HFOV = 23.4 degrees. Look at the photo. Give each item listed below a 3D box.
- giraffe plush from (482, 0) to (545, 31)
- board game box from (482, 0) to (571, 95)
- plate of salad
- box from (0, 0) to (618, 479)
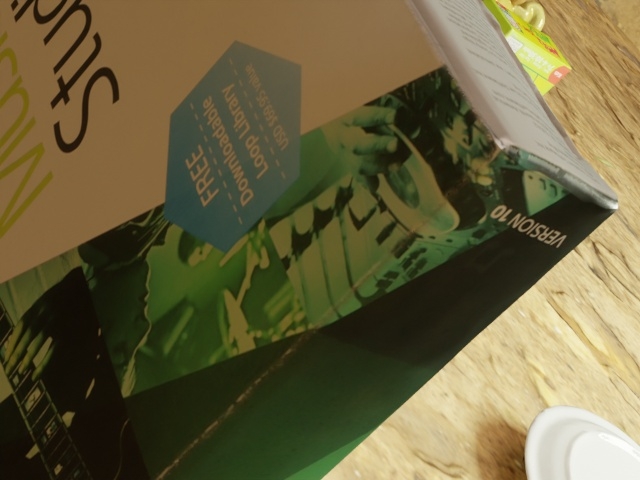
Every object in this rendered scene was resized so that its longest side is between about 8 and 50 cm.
[{"bbox_3d":[0.106,-0.216,1.470,0.181,0.170,0.210,25,30,-45],"label":"giraffe plush"},{"bbox_3d":[0.105,-0.107,1.254,0.092,0.181,0.043,22,32,-48],"label":"board game box"},{"bbox_3d":[0.208,0.206,1.082,0.200,0.048,0.200,31,35,-25],"label":"plate of salad"},{"bbox_3d":[-0.083,0.009,0.490,0.058,0.322,0.232,21,32,-41],"label":"box"}]
